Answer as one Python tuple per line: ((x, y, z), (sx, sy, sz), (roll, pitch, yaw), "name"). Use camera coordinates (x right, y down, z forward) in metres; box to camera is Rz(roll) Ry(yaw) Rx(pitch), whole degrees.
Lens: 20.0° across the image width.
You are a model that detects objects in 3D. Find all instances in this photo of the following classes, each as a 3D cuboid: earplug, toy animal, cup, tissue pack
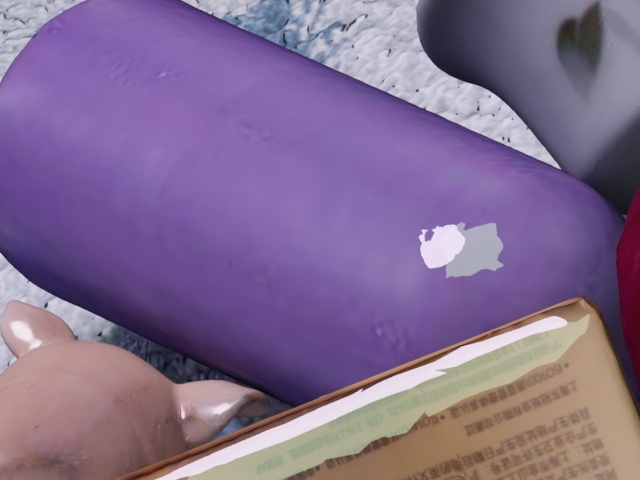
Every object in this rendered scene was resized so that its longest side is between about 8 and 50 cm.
((0.000, 0.000, 1.049), (0.215, 0.215, 0.456), (-42, 38, -21), "earplug")
((-0.161, 0.154, 0.985), (0.166, 0.154, 0.250), (30, 51, 3), "toy animal")
((0.241, -0.123, 0.979), (0.347, 0.347, 0.163), (-26, 71, 2), "cup")
((0.023, 0.183, 0.808), (0.306, 0.238, 0.238), (-23, 33, 7), "tissue pack")

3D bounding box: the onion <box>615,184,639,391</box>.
((0.245, -0.058, 0.619), (0.398, 0.420, 0.398), (-35, 28, 22), "onion")
